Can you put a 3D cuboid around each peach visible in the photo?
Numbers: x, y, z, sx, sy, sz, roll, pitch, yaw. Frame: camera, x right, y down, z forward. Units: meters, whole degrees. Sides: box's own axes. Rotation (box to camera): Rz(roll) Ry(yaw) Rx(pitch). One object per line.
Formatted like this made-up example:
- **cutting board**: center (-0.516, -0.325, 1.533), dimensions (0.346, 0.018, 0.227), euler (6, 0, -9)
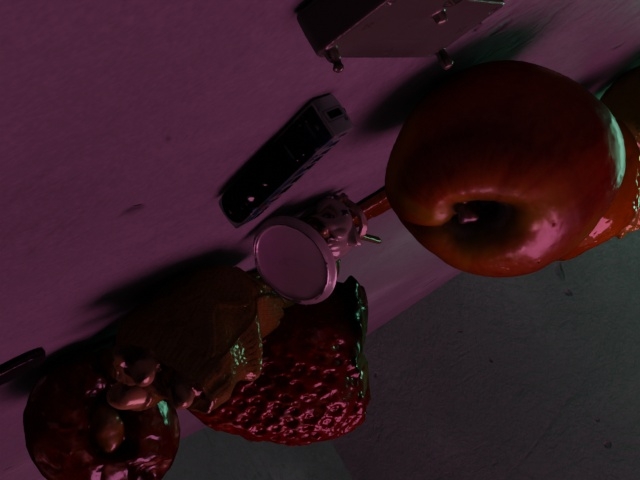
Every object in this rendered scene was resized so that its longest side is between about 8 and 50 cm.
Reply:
- **peach**: center (0.209, -0.088, 1.343), dimensions (0.281, 0.238, 0.281), euler (-17, -153, 9)

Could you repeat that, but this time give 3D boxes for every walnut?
- **walnut**: center (-0.310, 0.246, 1.664), dimensions (0.222, 0.244, 0.269), euler (13, 163, -15)

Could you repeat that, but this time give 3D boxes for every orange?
- **orange**: center (0.389, -0.094, 1.884), dimensions (0.261, 0.261, 0.261), euler (-30, 171, -5)

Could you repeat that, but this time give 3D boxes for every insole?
- **insole**: center (-0.480, 0.211, 1.444), dimensions (0.309, 0.012, 0.110), euler (-28, 170, -18)

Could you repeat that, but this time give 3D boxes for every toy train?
- **toy train**: center (-0.042, -0.076, 1.200), dimensions (0.047, 0.043, 0.207), euler (-28, 171, -43)

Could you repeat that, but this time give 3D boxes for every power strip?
- **power strip**: center (0.093, -0.195, 0.934), dimensions (0.145, 0.061, 0.216), euler (-35, 171, 31)

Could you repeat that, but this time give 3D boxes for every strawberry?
- **strawberry**: center (-0.064, 0.209, 1.996), dimensions (0.310, 0.291, 0.292), euler (-6, 175, 11)

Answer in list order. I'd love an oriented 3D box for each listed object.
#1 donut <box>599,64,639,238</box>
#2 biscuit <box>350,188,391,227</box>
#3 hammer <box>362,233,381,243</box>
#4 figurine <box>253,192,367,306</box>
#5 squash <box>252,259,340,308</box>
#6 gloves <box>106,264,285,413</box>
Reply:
- **donut**: center (0.574, -0.129, 1.965), dimensions (0.163, 0.377, 0.435), euler (-6, -166, -18)
- **biscuit**: center (0.093, -0.059, 1.789), dimensions (0.130, 0.019, 0.102), euler (-30, 170, -1)
- **hammer**: center (0.054, -0.017, 1.771), dimensions (0.060, 0.028, 0.195), euler (-34, 160, 22)
- **figurine**: center (0.000, 0.000, 1.561), dimensions (0.132, 0.132, 0.154), euler (-39, -179, 43)
- **squash**: center (-0.057, 0.071, 1.844), dimensions (0.318, 0.071, 0.080), euler (-22, 168, -44)
- **gloves**: center (-0.165, 0.123, 1.526), dimensions (0.203, 0.155, 0.356), euler (-26, -172, 19)
